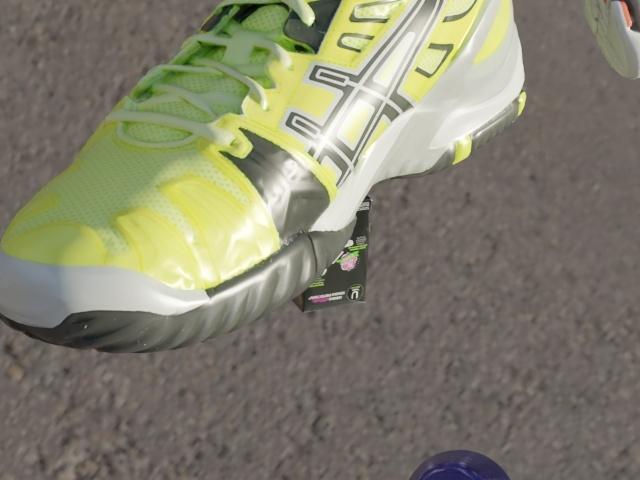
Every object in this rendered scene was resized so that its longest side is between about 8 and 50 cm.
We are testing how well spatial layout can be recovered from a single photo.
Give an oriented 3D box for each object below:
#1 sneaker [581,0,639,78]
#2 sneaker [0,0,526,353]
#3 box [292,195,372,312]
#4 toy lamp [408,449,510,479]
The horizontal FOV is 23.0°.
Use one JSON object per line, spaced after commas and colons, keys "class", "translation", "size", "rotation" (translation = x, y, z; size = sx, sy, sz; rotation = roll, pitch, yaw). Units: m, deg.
{"class": "sneaker", "translation": [0.141, -0.149, 0.684], "size": [0.064, 0.061, 0.158], "rotation": [-7, 78, 1]}
{"class": "sneaker", "translation": [-0.031, -0.076, 0.793], "size": [0.145, 0.147, 0.384], "rotation": [12, 35, 32]}
{"class": "box", "translation": [0.000, 0.000, 1.134], "size": [0.052, 0.083, 0.062], "rotation": [-8, 26, -23]}
{"class": "toy lamp", "translation": [0.106, 0.191, 1.102], "size": [0.080, 0.080, 0.275], "rotation": [49, 1, 16]}
